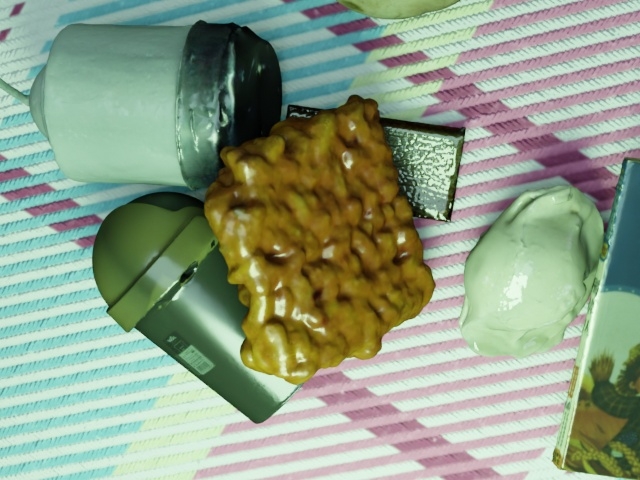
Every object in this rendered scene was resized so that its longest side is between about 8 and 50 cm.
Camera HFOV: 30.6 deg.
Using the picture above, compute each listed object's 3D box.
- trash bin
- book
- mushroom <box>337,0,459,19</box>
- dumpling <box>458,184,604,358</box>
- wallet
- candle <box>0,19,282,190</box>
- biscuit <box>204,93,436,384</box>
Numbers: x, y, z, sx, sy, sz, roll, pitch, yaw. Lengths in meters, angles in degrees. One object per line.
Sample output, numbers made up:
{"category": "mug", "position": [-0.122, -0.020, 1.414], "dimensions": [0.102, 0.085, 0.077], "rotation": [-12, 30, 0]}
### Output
{"category": "trash bin", "position": [-0.151, 0.071, 1.561], "dimensions": [0.334, 0.214, 0.214], "rotation": [39, 102, -6]}
{"category": "book", "position": [0.489, 0.119, 1.526], "dimensions": [0.299, 0.039, 0.428], "rotation": [8, 105, -6]}
{"category": "mushroom", "position": [0.096, -0.385, 1.464], "dimensions": [0.254, 0.184, 0.255], "rotation": [-3, 142, -2]}
{"category": "dumpling", "position": [0.289, 0.046, 1.538], "dimensions": [0.193, 0.147, 0.258], "rotation": [11, 110, -21]}
{"category": "wallet", "position": [0.068, -0.105, 1.589], "dimensions": [0.243, 0.039, 0.133], "rotation": [8, 106, 6]}
{"category": "candle", "position": [-0.235, -0.178, 1.528], "dimensions": [0.342, 0.221, 0.221], "rotation": [3, 100, 11]}
{"category": "biscuit", "position": [0.000, 0.000, 1.462], "dimensions": [0.110, 0.318, 0.312], "rotation": [-4, 108, 51]}
